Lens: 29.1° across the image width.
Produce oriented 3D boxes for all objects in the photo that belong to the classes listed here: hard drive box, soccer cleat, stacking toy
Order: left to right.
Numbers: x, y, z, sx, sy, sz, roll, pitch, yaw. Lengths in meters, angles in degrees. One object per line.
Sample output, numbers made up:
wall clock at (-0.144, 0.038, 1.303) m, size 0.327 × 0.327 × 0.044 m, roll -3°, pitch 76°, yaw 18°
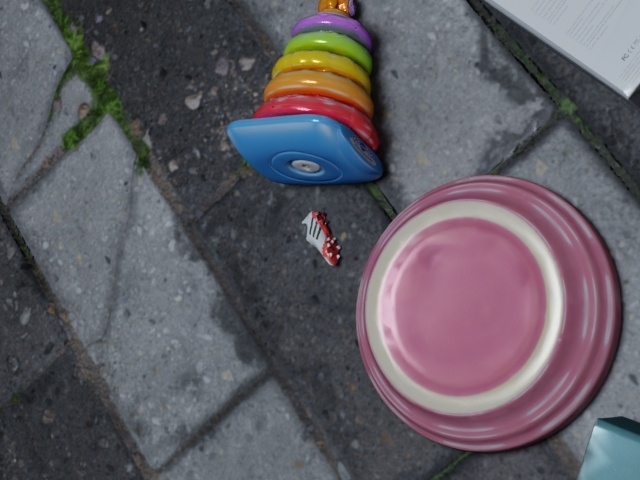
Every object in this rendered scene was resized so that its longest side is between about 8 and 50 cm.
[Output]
soccer cleat at (0.000, 0.000, 1.601) m, size 0.036 × 0.029 × 0.083 m, roll -36°, pitch 62°, yaw 30°
stacking toy at (0.008, -0.228, 1.584) m, size 0.166 × 0.175 × 0.301 m, roll -2°, pitch 67°, yaw 30°
hard drive box at (0.333, -0.286, 1.420) m, size 0.232 × 0.089 × 0.181 m, roll 43°, pitch 103°, yaw 28°

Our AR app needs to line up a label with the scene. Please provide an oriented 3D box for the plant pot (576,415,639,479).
plant pot at (0.383, 0.295, 1.251) m, size 0.234 × 0.166 × 0.165 m, roll 16°, pitch 90°, yaw 25°

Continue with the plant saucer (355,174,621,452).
plant saucer at (0.180, 0.082, 1.449) m, size 0.332 × 0.084 × 0.332 m, roll -5°, pitch 79°, yaw 30°
